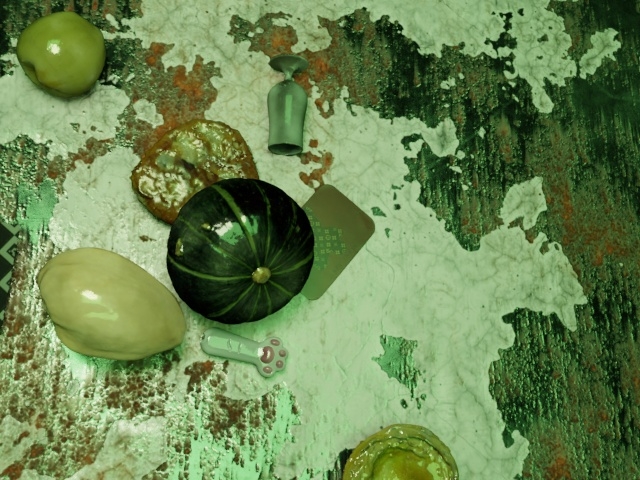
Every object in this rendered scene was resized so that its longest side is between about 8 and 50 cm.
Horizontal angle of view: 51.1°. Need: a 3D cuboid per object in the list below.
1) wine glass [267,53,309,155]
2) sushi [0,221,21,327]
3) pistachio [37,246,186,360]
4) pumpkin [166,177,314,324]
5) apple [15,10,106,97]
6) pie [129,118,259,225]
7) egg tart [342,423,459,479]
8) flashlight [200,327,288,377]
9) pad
[{"bbox_3d":[-0.081,-0.330,1.643,0.103,0.103,0.231,4,77,-12],"label":"wine glass"},{"bbox_3d":[-0.753,0.062,1.401,0.231,0.047,0.219,7,81,-2],"label":"sushi"},{"bbox_3d":[-0.430,0.138,1.389,0.318,0.193,0.214,22,82,-18],"label":"pistachio"},{"bbox_3d":[-0.170,0.024,1.433,0.323,0.241,0.323,-13,114,-30],"label":"pumpkin"},{"bbox_3d":[-0.582,-0.419,1.508,0.200,0.200,0.200,3,75,-13],"label":"apple"},{"bbox_3d":[-0.273,-0.150,1.558,0.308,0.085,0.308,4,76,-18],"label":"pie"},{"bbox_3d":[0.170,0.543,1.463,0.288,0.118,0.288,3,74,-11],"label":"egg tart"},{"bbox_3d":[-0.171,0.243,1.498,0.200,0.047,0.093,18,72,-9],"label":"flashlight"},{"bbox_3d":[0.000,0.000,1.627,0.181,0.004,0.267,40,70,-1],"label":"pad"}]
